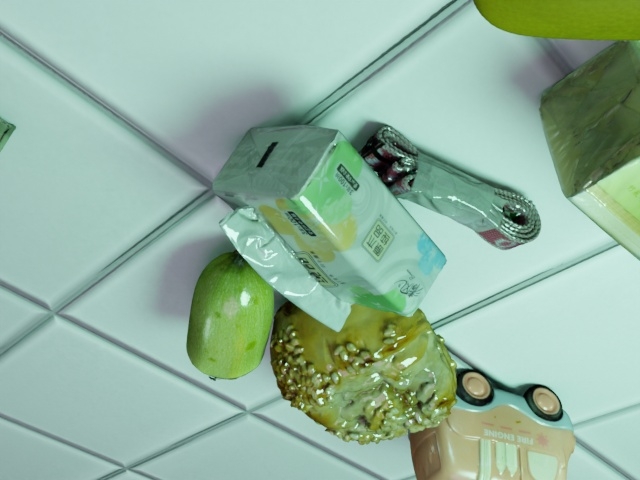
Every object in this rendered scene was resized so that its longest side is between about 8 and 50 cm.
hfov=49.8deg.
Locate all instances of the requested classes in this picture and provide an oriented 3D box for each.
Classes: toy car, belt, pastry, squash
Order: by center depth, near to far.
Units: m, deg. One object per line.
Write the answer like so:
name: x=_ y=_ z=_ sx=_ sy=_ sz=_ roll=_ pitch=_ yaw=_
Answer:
belt: x=0.150 y=-0.051 z=0.785 sx=0.232 sy=0.071 sz=0.053 roll=25 pitch=152 yaw=-18
squash: x=-0.117 y=0.089 z=0.935 sx=0.123 sy=0.123 sz=0.186 roll=11 pitch=132 yaw=-7
pastry: x=0.066 y=0.197 z=1.002 sx=0.255 sy=0.161 sz=0.311 roll=-20 pitch=131 yaw=27
toy car: x=0.277 y=0.354 z=1.115 sx=0.271 sy=0.212 sz=0.180 roll=14 pitch=137 yaw=-11

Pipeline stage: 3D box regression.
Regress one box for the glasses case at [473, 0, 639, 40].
glasses case: x=0.298 y=-0.240 z=0.512 sx=0.371 sy=0.141 sz=0.173 roll=0 pitch=137 yaw=5

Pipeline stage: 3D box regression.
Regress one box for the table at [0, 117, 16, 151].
table: x=-0.401 y=-0.112 z=0.760 sx=0.062 sy=0.079 sz=0.083 roll=-31 pitch=125 yaw=30

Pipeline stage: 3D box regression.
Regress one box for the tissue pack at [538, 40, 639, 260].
tissue pack: x=0.343 y=-0.064 z=0.688 sx=0.234 sy=0.159 sz=0.125 roll=33 pitch=131 yaw=-27

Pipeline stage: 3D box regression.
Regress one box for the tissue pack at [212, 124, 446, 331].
tissue pack: x=0.000 y=0.000 z=0.765 sx=0.159 sy=0.145 sz=0.229 roll=11 pitch=154 yaw=48
